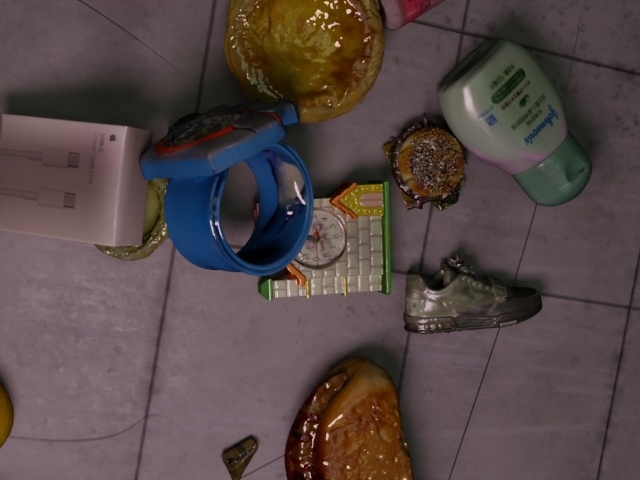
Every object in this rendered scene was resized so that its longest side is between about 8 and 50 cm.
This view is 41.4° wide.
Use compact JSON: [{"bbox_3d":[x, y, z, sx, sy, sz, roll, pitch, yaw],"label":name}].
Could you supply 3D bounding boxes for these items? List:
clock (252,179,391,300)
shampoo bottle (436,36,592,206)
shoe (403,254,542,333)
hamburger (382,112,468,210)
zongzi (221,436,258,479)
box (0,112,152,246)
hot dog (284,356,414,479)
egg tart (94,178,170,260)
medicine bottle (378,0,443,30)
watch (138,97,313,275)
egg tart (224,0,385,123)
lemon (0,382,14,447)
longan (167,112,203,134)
[{"bbox_3d":[0.000,0.000,1.621,0.255,0.106,0.220,-4,96,-13],"label":"clock"},{"bbox_3d":[0.400,-0.218,1.680,0.222,0.151,0.349,-45,104,-14],"label":"shampoo bottle"},{"bbox_3d":[0.304,0.096,1.701,0.293,0.109,0.149,-9,103,-9],"label":"shoe"},{"bbox_3d":[0.218,-0.148,1.670,0.164,0.093,0.189,-36,104,-9],"label":"hamburger"},{"bbox_3d":[-0.147,0.436,1.660,0.076,0.040,0.083,-28,113,-17],"label":"zongzi"},{"bbox_3d":[-0.426,-0.104,1.454,0.251,0.106,0.203,8,93,16],"label":"box"},{"bbox_3d":[0.051,0.438,1.632,0.223,0.185,0.405,-13,97,-14],"label":"hot dog"},{"bbox_3d":[-0.344,-0.059,1.530,0.197,0.078,0.197,0,89,9],"label":"egg tart"},{"bbox_3d":[0.196,-0.514,1.608,0.247,0.147,0.147,-33,102,-9],"label":"medicine bottle"},{"bbox_3d":[-0.125,-0.094,1.457,0.305,0.241,0.274,-35,116,-37],"label":"watch"},{"bbox_3d":[-0.035,-0.375,1.561,0.319,0.128,0.319,-3,102,-13],"label":"egg tart"},{"bbox_3d":[-0.635,0.300,1.452,0.244,0.187,0.187,30,87,-46],"label":"lemon"},{"bbox_3d":[-0.231,-0.178,1.558,0.106,0.106,0.119,14,132,-15],"label":"longan"}]
